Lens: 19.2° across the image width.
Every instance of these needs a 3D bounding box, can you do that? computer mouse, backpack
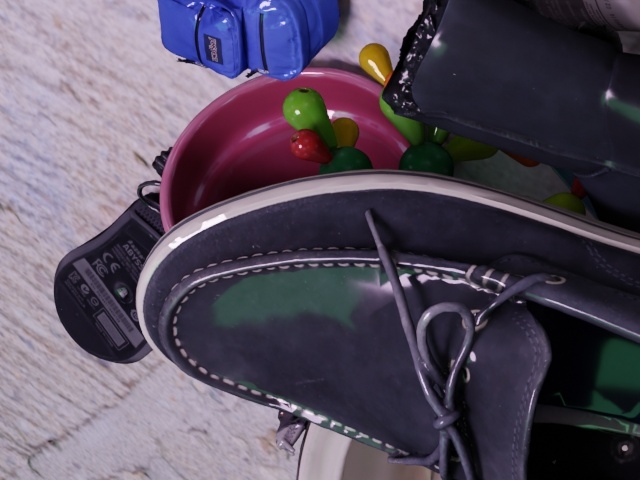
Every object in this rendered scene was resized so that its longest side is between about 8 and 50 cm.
[{"bbox_3d":[-0.138,0.028,1.696,0.272,0.072,0.188,-28,98,46],"label":"computer mouse"},{"bbox_3d":[-0.052,-0.165,1.357,0.120,0.101,0.098,24,149,21],"label":"backpack"}]

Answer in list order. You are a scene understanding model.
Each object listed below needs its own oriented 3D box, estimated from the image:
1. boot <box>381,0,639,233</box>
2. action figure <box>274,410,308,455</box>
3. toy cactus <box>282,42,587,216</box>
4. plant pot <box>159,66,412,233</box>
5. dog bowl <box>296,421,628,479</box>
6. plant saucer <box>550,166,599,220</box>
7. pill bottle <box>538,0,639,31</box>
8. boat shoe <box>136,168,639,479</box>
[{"bbox_3d":[0.144,-0.075,1.161,0.207,0.094,0.246,20,166,3],"label":"boot"},{"bbox_3d":[0.047,0.191,1.622,0.276,0.141,0.164,30,147,12],"label":"action figure"},{"bbox_3d":[0.068,-0.024,1.264,0.219,0.180,0.112,22,178,-8],"label":"toy cactus"},{"bbox_3d":[0.000,0.000,1.423,0.201,0.201,0.180,23,158,28],"label":"plant pot"},{"bbox_3d":[0.185,0.219,1.379,0.408,0.150,0.408,10,107,35],"label":"dog bowl"},{"bbox_3d":[0.190,-0.054,1.303,0.192,0.018,0.067,47,147,-9],"label":"plant saucer"},{"bbox_3d":[0.147,-0.169,1.162,0.137,0.078,0.078,7,133,41],"label":"pill bottle"},{"bbox_3d":[0.113,0.079,1.144,0.500,0.156,0.187,11,126,15],"label":"boat shoe"}]
